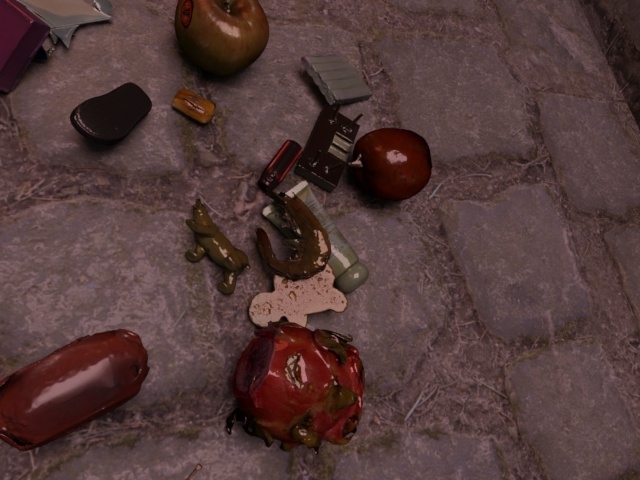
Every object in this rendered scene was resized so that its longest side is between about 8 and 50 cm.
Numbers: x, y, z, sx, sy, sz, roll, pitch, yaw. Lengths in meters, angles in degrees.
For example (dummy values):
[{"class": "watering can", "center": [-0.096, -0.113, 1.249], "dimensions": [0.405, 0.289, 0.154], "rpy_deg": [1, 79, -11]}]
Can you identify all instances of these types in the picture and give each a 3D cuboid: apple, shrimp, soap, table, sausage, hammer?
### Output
[{"class": "apple", "center": [-0.260, -0.559, 1.319], "dimensions": [0.261, 0.194, 0.260], "rpy_deg": [11, 63, -23]}, {"class": "shrimp", "center": [-0.082, -0.012, 1.214], "dimensions": [0.173, 0.058, 0.253], "rpy_deg": [-40, 73, -9]}, {"class": "soap", "center": [-0.739, -0.467, 1.063], "dimensions": [0.259, 0.081, 0.181], "rpy_deg": [39, 100, -7]}, {"class": "table", "center": [0.035, -0.275, 1.396], "dimensions": [0.122, 0.111, 0.240], "rpy_deg": [28, 60, -14]}, {"class": "sausage", "center": [-0.452, 0.265, 0.919], "dimensions": [0.280, 0.152, 0.152], "rpy_deg": [-27, 83, -32]}, {"class": "hammer", "center": [-0.280, 0.495, 0.991], "dimensions": [0.029, 0.014, 0.123], "rpy_deg": [50, 55, -10]}]

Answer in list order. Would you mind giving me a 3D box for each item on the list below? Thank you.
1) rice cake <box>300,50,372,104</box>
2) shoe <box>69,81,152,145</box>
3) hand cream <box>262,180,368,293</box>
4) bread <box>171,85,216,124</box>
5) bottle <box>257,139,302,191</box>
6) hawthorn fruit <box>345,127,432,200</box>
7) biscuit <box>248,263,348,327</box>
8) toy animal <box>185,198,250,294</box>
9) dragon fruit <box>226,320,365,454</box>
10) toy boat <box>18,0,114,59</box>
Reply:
[{"class": "rice cake", "center": [0.051, -0.489, 1.512], "dimensions": [0.189, 0.037, 0.198], "rpy_deg": [53, 43, 0]}, {"class": "shoe", "center": [-0.489, -0.282, 1.166], "dimensions": [0.108, 0.093, 0.241], "rpy_deg": [51, 34, -19]}, {"class": "hand cream", "center": [0.000, 0.000, 1.280], "dimensions": [0.147, 0.093, 0.306], "rpy_deg": [-38, 88, -17]}, {"class": "bread", "center": [-0.321, -0.346, 1.286], "dimensions": [0.106, 0.053, 0.072], "rpy_deg": [28, 57, -7]}, {"class": "bottle", "center": [-0.108, -0.195, 1.324], "dimensions": [0.060, 0.060, 0.164], "rpy_deg": [36, 59, -9]}, {"class": "hawthorn fruit", "center": [0.185, -0.212, 1.392], "dimensions": [0.250, 0.215, 0.215], "rpy_deg": [0, 70, -31]}, {"class": "biscuit", "center": [-0.061, 0.140, 1.200], "dimensions": [0.234, 0.030, 0.153], "rpy_deg": [-22, 81, -15]}, {"class": "toy animal", "center": [-0.244, 0.009, 1.168], "dimensions": [0.219, 0.103, 0.101], "rpy_deg": [44, 39, -1]}, {"class": "dragon fruit", "center": [-0.030, 0.315, 1.058], "dimensions": [0.291, 0.250, 0.269], "rpy_deg": [35, 63, -28]}, {"class": "toy boat", "center": [-0.641, -0.520, 1.194], "dimensions": [0.292, 0.070, 0.210], "rpy_deg": [-3, 76, -31]}]
